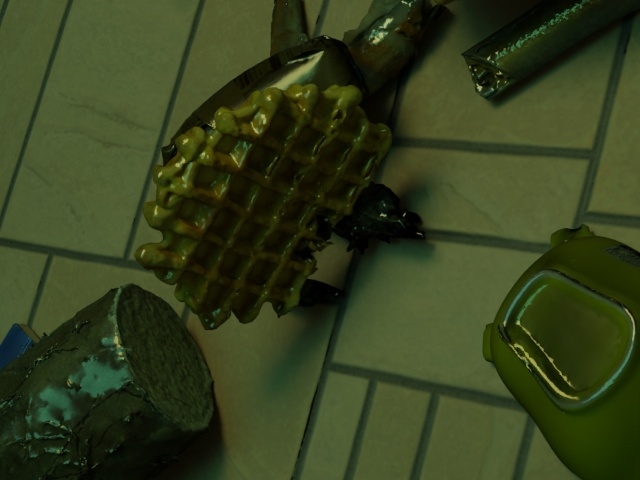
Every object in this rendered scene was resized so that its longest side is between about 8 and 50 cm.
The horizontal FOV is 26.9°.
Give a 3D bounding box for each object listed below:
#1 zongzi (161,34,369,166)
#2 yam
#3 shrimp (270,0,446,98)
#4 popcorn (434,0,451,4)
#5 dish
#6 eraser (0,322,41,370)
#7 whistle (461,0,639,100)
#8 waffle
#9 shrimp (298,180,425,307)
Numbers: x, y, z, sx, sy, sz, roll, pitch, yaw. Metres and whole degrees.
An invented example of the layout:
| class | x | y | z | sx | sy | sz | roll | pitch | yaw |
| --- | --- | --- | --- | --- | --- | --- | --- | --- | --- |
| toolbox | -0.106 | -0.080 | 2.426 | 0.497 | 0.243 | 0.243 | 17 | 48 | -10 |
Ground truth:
| class | x | y | z | sx | sy | sz | roll | pitch | yaw |
| --- | --- | --- | --- | --- | --- | --- | --- | --- | --- |
| zongzi | -0.065 | -0.150 | 1.624 | 0.260 | 0.123 | 0.289 | -37 | 8 | 7 |
| yam | -0.301 | 0.226 | 1.623 | 0.348 | 0.241 | 0.241 | -39 | 53 | 19 |
| shrimp | 0.015 | -0.242 | 1.657 | 0.287 | 0.068 | 0.185 | 24 | 85 | 52 |
| popcorn | 0.186 | -0.415 | 1.408 | 0.349 | 0.381 | 0.349 | 15 | 116 | 32 |
| dish | 0.256 | 0.097 | 1.291 | 0.221 | 0.108 | 0.262 | -53 | 50 | 9 |
| eraser | -0.423 | 0.164 | 1.860 | 0.063 | 0.027 | 0.085 | 38 | 98 | 42 |
| whistle | 0.293 | -0.255 | 1.430 | 0.326 | 0.057 | 0.068 | -31 | 63 | 27 |
| waffle | -0.059 | -0.037 | 1.446 | 0.309 | 0.283 | 0.065 | -24 | 39 | -14 |
| shrimp | -0.006 | -0.002 | 1.564 | 0.289 | 0.075 | 0.178 | 24 | 93 | 42 |
